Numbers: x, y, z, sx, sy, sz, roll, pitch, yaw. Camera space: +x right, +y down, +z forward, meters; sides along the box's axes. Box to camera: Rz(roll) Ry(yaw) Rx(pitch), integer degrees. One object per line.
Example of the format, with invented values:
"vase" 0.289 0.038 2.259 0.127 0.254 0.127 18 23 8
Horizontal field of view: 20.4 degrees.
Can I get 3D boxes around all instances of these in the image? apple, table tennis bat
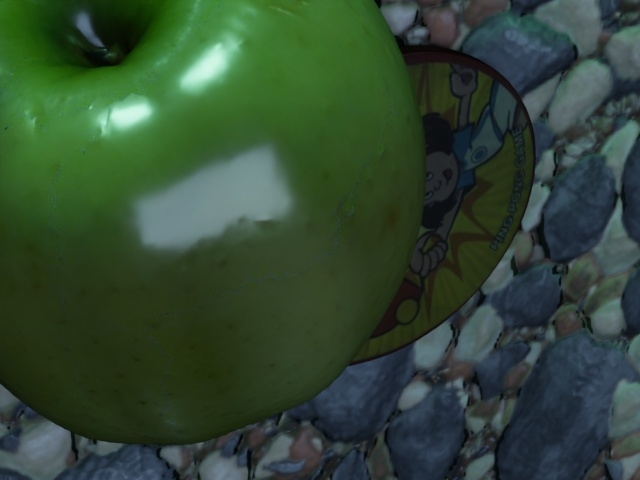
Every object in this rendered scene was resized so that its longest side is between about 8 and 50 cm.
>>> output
"apple" -0.078 -0.031 0.855 0.279 0.279 0.279 -15 122 -25
"table tennis bat" 0.000 0.000 1.063 0.310 0.038 0.200 -31 127 -19
